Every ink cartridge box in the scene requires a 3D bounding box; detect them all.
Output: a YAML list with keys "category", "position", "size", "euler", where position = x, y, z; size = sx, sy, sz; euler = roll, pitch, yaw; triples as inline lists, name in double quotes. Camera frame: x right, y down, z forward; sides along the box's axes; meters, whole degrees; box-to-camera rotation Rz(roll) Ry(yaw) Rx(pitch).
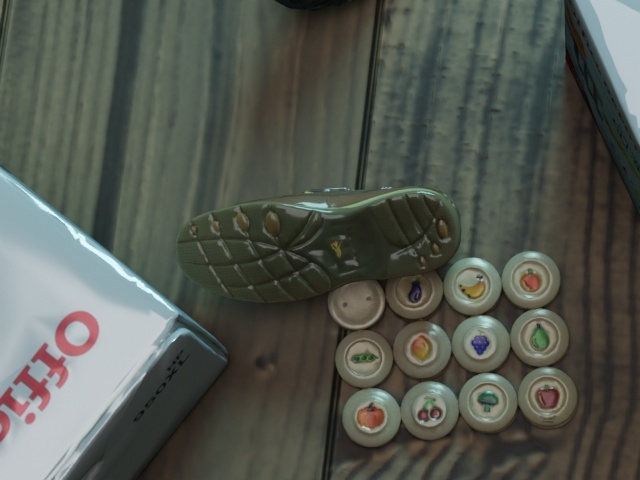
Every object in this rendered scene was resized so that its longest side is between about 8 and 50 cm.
- category: "ink cartridge box"
  position: [-0.298, 0.054, 1.182]
  size: [0.395, 0.166, 0.285]
  euler: [38, 87, 14]
- category: "ink cartridge box"
  position: [0.222, -0.103, 1.136]
  size: [0.127, 0.176, 0.128]
  euler: [-23, 77, 3]

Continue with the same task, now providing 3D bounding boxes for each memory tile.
- category: "memory tile"
  position: [0.081, 0.067, 1.207]
  size: [0.148, 0.012, 0.113]
  euler: [-7, 78, 7]

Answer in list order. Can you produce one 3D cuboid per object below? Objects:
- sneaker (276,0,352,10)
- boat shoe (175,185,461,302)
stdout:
- category: "sneaker"
  position: [0.035, -0.267, 1.244]
  size: [0.108, 0.100, 0.271]
  euler: [26, 80, 26]
- category: "boat shoe"
  position: [0.000, 0.000, 1.209]
  size: [0.178, 0.060, 0.064]
  euler: [-7, 99, 8]
